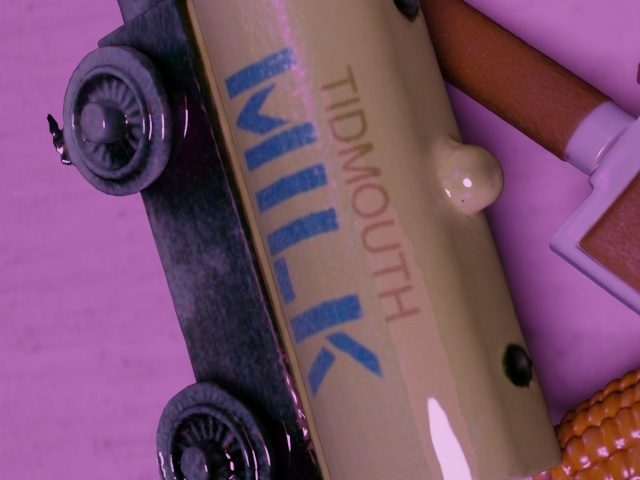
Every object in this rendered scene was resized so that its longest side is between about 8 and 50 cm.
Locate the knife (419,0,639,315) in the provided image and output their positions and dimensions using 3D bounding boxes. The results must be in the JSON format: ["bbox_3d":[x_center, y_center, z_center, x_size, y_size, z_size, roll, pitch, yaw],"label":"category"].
[{"bbox_3d":[0.109,-0.012,0.442,0.061,0.027,0.343,-50,56,0],"label":"knife"}]

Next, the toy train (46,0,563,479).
[{"bbox_3d":[0.000,0.000,0.476,0.157,0.105,0.253,-23,79,37],"label":"toy train"}]

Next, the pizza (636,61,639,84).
[{"bbox_3d":[0.147,-0.047,0.477,0.083,0.025,0.078,37,98,24],"label":"pizza"}]

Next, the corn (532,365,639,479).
[{"bbox_3d":[0.185,0.051,0.435,0.238,0.080,0.080,-28,80,18],"label":"corn"}]
